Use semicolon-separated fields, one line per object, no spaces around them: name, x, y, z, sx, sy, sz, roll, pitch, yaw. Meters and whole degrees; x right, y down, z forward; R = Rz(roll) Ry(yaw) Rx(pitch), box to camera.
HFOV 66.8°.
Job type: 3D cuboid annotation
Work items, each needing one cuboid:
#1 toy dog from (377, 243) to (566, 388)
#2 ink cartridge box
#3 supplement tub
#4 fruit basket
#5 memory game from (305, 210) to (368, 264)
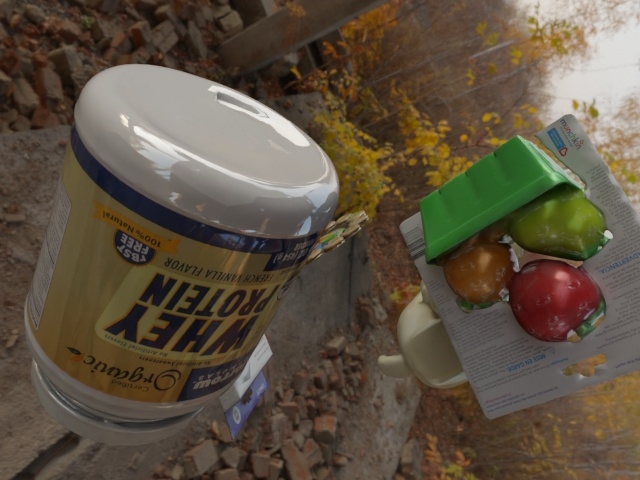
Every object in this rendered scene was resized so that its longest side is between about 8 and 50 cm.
toy dog;0.336;0.170;1.125;0.284;0.395;0.408;46;21;1
ink cartridge box;-0.150;0.210;0.903;0.223;0.045;0.224;-40;110;-79
supplement tub;-0.145;0.023;0.474;0.228;0.316;0.228;23;28;-13
fruit basket;0.314;0.044;0.726;0.165;0.327;0.353;-1;60;-50
memory game;0.000;0.000;0.818;0.012;0.186;0.186;58;28;-12
